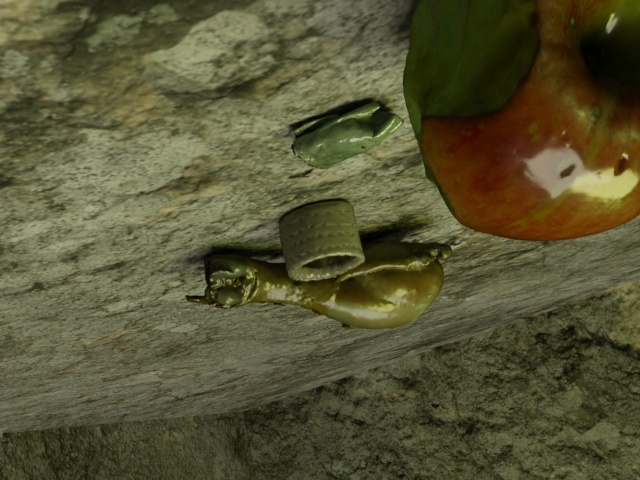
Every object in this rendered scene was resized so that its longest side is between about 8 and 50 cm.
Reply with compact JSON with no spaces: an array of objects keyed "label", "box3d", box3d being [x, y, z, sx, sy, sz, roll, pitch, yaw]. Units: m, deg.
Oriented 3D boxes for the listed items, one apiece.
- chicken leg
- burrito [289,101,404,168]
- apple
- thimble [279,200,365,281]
[{"label":"chicken leg","box3d":[0.000,0.066,1.107,0.429,0.152,0.201,3,168,-23]},{"label":"burrito","box3d":[0.032,-0.116,0.748,0.118,0.044,0.074,-17,158,21]},{"label":"apple","box3d":[0.157,-0.115,0.530,0.246,0.246,0.226,-7,175,-20]},{"label":"thimble","box3d":[0.000,0.000,0.988,0.115,0.090,0.102,-13,158,2]}]
